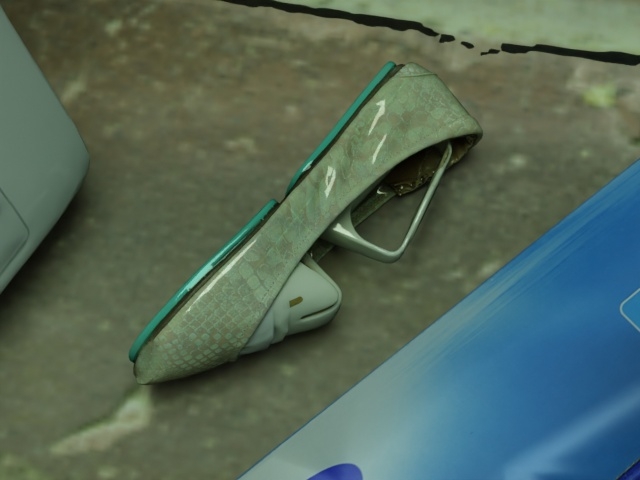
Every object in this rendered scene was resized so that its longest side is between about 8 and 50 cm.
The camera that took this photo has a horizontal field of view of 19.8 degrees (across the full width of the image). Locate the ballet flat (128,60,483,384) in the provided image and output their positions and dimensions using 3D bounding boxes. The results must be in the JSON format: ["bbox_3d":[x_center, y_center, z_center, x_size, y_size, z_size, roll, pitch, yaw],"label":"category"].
[{"bbox_3d":[0.000,0.000,0.683,0.052,0.057,0.168,39,72,7],"label":"ballet flat"}]

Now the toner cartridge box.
[{"bbox_3d":[0.082,0.061,0.592,0.348,0.165,0.075,-37,69,-16],"label":"toner cartridge box"}]

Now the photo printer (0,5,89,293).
[{"bbox_3d":[-0.224,-0.043,0.565,0.107,0.307,0.256,25,67,32],"label":"photo printer"}]
